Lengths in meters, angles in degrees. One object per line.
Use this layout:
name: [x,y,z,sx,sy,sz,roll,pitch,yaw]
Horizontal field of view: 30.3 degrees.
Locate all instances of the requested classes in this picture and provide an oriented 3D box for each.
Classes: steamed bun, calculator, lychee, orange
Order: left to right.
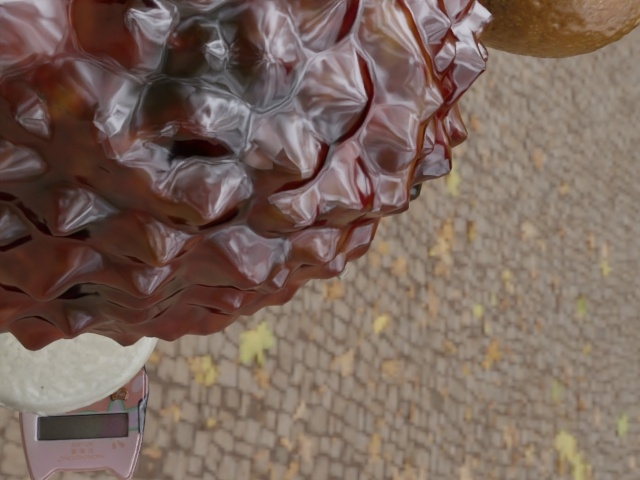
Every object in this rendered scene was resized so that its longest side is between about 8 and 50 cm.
steamed bun: [-0.327,0.062,1.405,0.177,0.283,0.283,-131,-155,-72]
lychee: [-0.147,-0.153,0.674,0.424,0.500,0.424,-42,142,-46]
calculator: [-0.396,0.241,1.993,0.048,0.220,0.329,70,18,-78]
orange: [0.246,-0.386,1.398,0.322,0.357,0.322,19,90,-84]

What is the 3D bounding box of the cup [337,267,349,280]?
cup: [-0.006,-0.002,1.557,0.074,0.102,0.099,24,88,-49]
